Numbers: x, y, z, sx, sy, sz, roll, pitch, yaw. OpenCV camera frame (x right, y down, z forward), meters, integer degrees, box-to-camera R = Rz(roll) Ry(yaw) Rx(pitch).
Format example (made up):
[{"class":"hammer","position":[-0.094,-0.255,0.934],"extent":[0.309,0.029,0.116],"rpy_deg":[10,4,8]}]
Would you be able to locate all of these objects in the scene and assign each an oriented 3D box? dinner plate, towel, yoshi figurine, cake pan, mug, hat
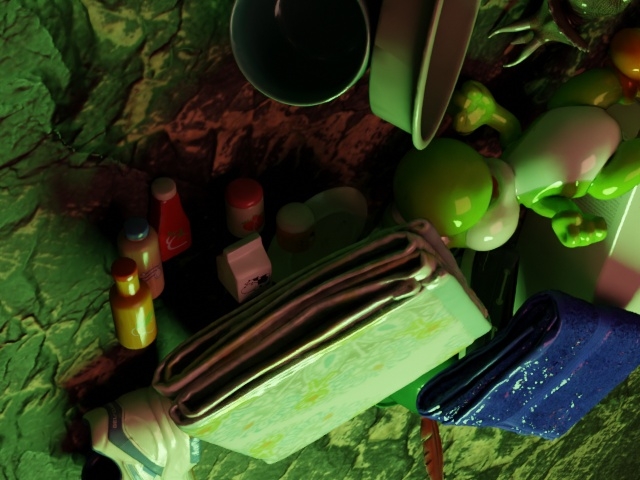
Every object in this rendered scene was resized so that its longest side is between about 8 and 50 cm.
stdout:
[{"class":"dinner plate","position":[0.000,0.000,1.636],"extent":[0.141,0.017,0.141],"rpy_deg":[-30,145,-24]},{"class":"towel","position":[0.015,0.114,1.562],"extent":[0.320,0.090,0.374],"rpy_deg":[-30,160,6]},{"class":"yoshi figurine","position":[0.228,-0.088,1.614],"extent":[0.362,0.203,0.203],"rpy_deg":[-28,120,7]},{"class":"cake pan","position":[0.108,-0.230,1.330],"extent":[0.293,0.054,0.293],"rpy_deg":[17,90,-80]},{"class":"mug","position":[-0.004,-0.206,1.291],"extent":[0.097,0.129,0.158],"rpy_deg":[-51,159,-65]},{"class":"hat","position":[0.181,0.218,1.926],"extent":[0.173,0.183,0.208],"rpy_deg":[-22,142,-32]},{"class":"towel","position":[0.281,0.164,1.794],"extent":[0.227,0.076,0.308],"rpy_deg":[-42,151,23]}]

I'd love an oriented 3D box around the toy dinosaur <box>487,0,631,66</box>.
[{"class":"toy dinosaur","position":[0.300,-0.311,1.516],"extent":[0.160,0.121,0.313],"rpy_deg":[-30,149,-33]}]

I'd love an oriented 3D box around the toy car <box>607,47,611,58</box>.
[{"class":"toy car","position":[0.439,-0.242,1.705],"extent":[0.239,0.053,0.225],"rpy_deg":[14,151,-40]}]

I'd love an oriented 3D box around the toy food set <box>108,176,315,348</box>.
[{"class":"toy food set","position":[-0.115,-0.004,1.413],"extent":[0.232,0.111,0.104],"rpy_deg":[-27,145,-21]}]

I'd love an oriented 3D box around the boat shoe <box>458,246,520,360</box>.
[{"class":"boat shoe","position":[0.227,0.121,1.888],"extent":[0.095,0.079,0.254],"rpy_deg":[-44,135,-59]}]

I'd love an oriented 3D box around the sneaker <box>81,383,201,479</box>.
[{"class":"sneaker","position":[-0.207,0.263,1.651],"extent":[0.131,0.112,0.296],"rpy_deg":[-12,138,-14]}]

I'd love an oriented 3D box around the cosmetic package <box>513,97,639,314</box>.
[{"class":"cosmetic package","position":[0.386,-0.034,1.892],"extent":[0.197,0.155,0.365],"rpy_deg":[-20,142,-32]}]
